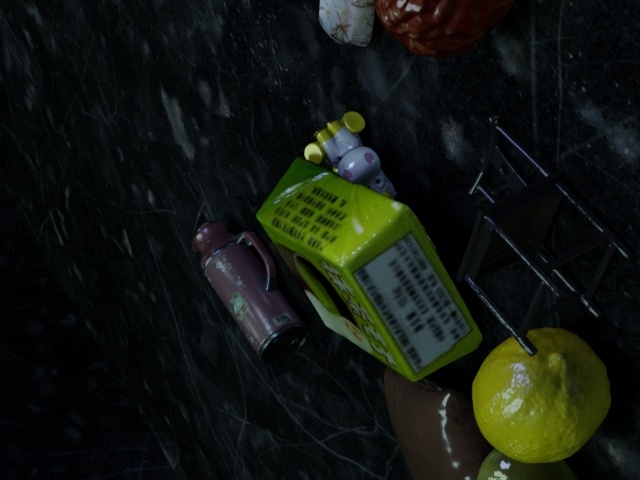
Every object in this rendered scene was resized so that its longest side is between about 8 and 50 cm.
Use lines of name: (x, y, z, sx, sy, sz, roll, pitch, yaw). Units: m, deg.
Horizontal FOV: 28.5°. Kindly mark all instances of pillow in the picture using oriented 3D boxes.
pillow: (0.208, 0.350, 1.990, 0.308, 0.108, 0.305, -172, 61, -76)

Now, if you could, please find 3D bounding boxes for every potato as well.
potato: (0.306, 0.404, 1.787, 0.143, 0.169, 0.248, 154, 97, -87)

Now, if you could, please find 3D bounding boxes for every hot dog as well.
hot dog: (0.043, -0.366, 1.794, 0.108, 0.059, 0.191, 38, 141, 25)

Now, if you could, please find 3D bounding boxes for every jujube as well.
jujube: (0.159, -0.323, 1.476, 0.174, 0.174, 0.250, 58, 143, 19)

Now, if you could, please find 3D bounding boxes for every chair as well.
chair: (0.247, -0.012, 1.593, 0.260, 0.141, 0.154, 50, 150, 27)

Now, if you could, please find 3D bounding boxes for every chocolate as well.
chocolate: (0.066, 0.047, 1.910, 0.289, 0.137, 0.301, 29, 157, 52)

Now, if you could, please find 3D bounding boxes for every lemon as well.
lemon: (0.288, 0.201, 1.648, 0.180, 0.180, 0.193, 51, 129, 32)

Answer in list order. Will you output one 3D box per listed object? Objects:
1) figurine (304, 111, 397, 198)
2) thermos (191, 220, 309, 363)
figurine: (0.061, -0.112, 1.958, 0.178, 0.109, 0.129, 46, 171, 35)
thermos: (-0.153, 0.079, 2.513, 0.330, 0.109, 0.136, 53, 153, 29)
